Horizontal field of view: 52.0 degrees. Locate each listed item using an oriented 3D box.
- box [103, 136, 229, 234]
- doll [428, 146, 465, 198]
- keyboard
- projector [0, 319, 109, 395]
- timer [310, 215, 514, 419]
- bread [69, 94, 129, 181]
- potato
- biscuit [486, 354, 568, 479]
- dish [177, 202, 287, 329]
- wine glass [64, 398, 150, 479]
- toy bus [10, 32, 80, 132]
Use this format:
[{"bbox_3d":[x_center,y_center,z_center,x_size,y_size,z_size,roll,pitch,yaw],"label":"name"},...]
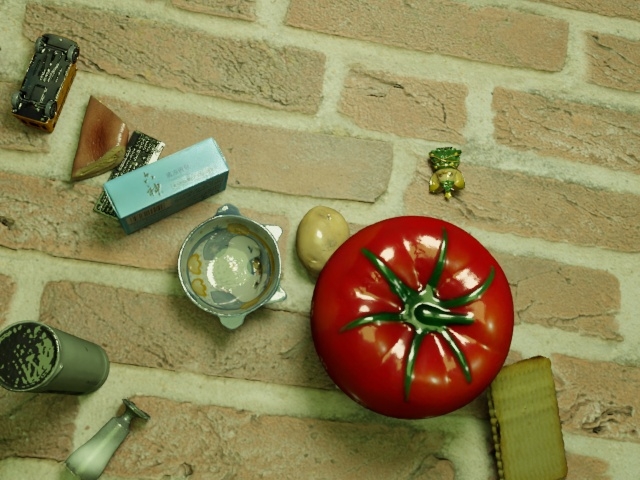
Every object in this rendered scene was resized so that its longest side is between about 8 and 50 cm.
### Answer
[{"bbox_3d":[-0.303,-0.106,1.310,0.232,0.142,0.083,-28,84,-15],"label":"box"},{"bbox_3d":[0.280,-0.153,1.456,0.078,0.076,0.113,-4,106,17],"label":"doll"},{"bbox_3d":[-0.401,-0.137,1.378,0.074,0.015,0.196,23,75,0],"label":"keyboard"},{"bbox_3d":[-0.446,0.209,1.116,0.108,0.337,0.108,1,76,-5],"label":"projector"},{"bbox_3d":[0.168,0.144,1.242,0.378,0.279,0.378,1,78,-6],"label":"timer"},{"bbox_3d":[-0.448,-0.207,1.359,0.119,0.067,0.192,6,75,16],"label":"bread"},{"bbox_3d":[0.000,-0.002,1.349,0.112,0.112,0.147,9,66,-5],"label":"potato"},{"bbox_3d":[0.407,0.363,1.303,0.172,0.029,0.254,-7,89,-27],"label":"biscuit"},{"bbox_3d":[-0.170,0.061,1.320,0.228,0.086,0.236,21,74,-3],"label":"dish"},{"bbox_3d":[-0.394,0.371,1.220,0.072,0.072,0.155,40,73,4],"label":"wine glass"},{"bbox_3d":[-0.567,-0.329,1.370,0.083,0.088,0.194,17,76,-3],"label":"toy bus"}]
